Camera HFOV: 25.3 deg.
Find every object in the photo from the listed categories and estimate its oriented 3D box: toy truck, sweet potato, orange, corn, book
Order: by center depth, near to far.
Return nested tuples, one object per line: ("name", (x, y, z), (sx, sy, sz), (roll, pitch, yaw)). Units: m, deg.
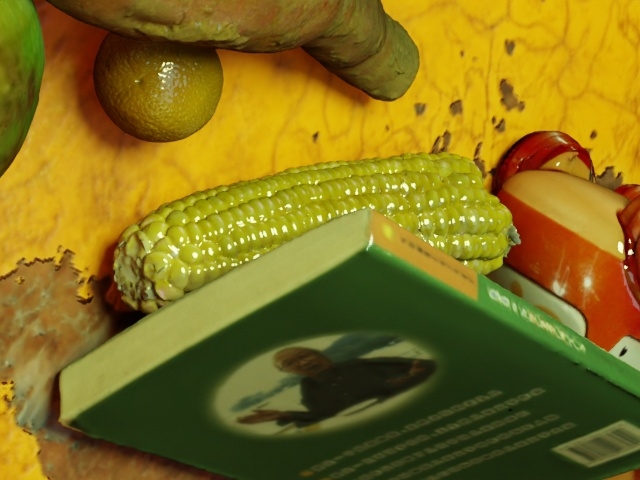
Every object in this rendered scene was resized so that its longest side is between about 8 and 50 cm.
("sweet potato", (-0.034, -0.148, 0.799), (0.385, 0.109, 0.109), (5, 101, -58))
("orange", (-0.094, -0.097, 0.840), (0.085, 0.085, 0.085), (-13, 112, -35))
("book", (0.052, 0.109, 0.930), (0.371, 0.260, 0.043), (30, 43, -41))
("corn", (0.000, 0.000, 0.933), (0.292, 0.101, 0.101), (-11, 111, -32))
("toy truck", (0.214, 0.071, 1.072), (0.265, 0.189, 0.239), (27, 96, -40))

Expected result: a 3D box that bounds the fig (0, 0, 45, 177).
("fig", (-0.222, -0.088, 0.686), (0.191, 0.181, 0.181), (-35, 128, -61))
